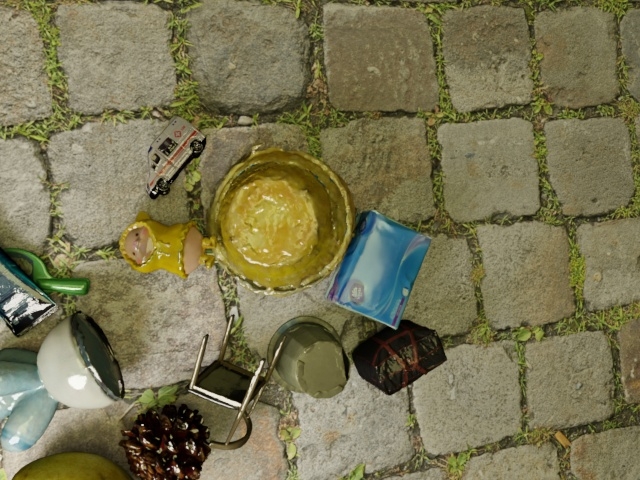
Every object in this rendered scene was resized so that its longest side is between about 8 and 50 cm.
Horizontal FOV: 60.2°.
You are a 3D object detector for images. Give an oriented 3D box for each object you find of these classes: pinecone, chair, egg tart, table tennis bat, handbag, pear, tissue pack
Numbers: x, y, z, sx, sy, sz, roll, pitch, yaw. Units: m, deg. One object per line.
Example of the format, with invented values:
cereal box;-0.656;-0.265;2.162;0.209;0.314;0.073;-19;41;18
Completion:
pinecone;-0.361;0.488;1.322;0.221;0.221;0.221;0;90;-15
chair;-0.218;0.348;1.346;0.166;0.188;0.272;20;104;10
egg tart;-0.107;-0.051;1.354;0.388;0.169;0.388;0;91;5
table tennis bat;-0.687;0.102;1.318;0.257;0.039;0.160;5;90;-12
handbag;0.212;0.312;1.485;0.215;0.169;0.155;-28;97;-14
pear;-0.564;0.615;1.222;0.304;0.304;0.304;0;90;-15
tissue pack;0.155;0.078;1.482;0.198;0.146;0.263;24;84;-12

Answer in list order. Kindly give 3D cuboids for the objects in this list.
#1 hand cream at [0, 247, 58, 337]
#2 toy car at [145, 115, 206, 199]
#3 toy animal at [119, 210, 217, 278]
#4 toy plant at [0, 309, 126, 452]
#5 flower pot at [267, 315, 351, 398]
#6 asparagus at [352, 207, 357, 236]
hand cream;-0.739;0.089;1.270;0.120;0.061;0.270;-37;99;-5
toy car;-0.378;-0.205;1.372;0.108;0.089;0.209;39;79;-11
toy animal;-0.365;0.015;1.342;0.230;0.156;0.156;10;87;10
toy plant;-0.642;0.326;1.239;0.332;0.247;0.247;-26;96;-10
flower pot;-0.011;0.311;1.414;0.212;0.202;0.212;0;91;-19
asparagus;0.089;-0.051;1.491;0.018;0.127;0.015;-22;122;21
